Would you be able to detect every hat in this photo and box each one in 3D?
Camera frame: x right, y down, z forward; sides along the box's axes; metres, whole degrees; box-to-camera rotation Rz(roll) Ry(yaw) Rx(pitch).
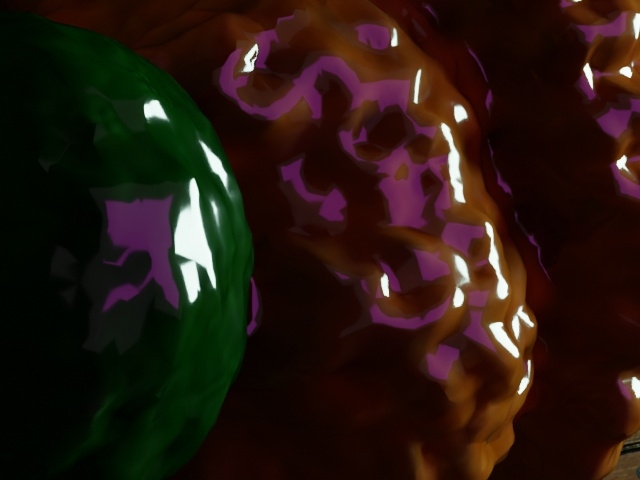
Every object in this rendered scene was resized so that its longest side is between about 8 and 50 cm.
[{"bbox_3d":[0.000,0.000,0.537,0.400,0.285,0.285,-59,135,-72],"label":"hat"}]
